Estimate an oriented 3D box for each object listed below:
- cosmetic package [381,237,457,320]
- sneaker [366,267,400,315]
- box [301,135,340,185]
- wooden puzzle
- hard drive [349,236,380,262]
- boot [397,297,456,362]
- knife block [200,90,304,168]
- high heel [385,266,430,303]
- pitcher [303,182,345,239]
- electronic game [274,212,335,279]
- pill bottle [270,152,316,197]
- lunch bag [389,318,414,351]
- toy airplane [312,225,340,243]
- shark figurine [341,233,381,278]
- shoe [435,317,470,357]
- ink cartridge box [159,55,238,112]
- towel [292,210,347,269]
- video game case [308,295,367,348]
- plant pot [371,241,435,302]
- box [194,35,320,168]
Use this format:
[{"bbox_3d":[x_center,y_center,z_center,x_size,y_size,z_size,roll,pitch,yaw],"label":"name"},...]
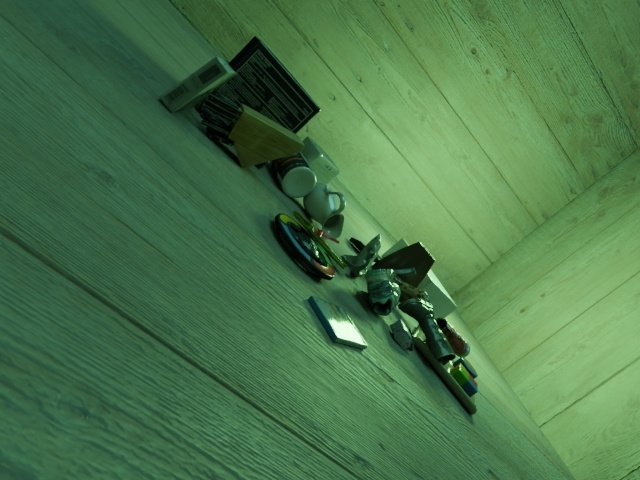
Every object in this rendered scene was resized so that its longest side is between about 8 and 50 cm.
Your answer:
[{"bbox_3d":[0.489,0.200,2.399,0.230,0.161,0.453,43,13,-26],"label":"cosmetic package"},{"bbox_3d":[0.197,0.191,1.537,0.283,0.109,0.122,55,35,-61],"label":"sneaker"},{"bbox_3d":[-0.049,-0.293,1.929,0.181,0.182,0.119,31,21,-56],"label":"box"},{"bbox_3d":[0.475,0.442,1.748,0.322,0.080,0.348,51,11,11],"label":"wooden puzzle"},{"bbox_3d":[0.194,0.043,2.078,0.135,0.022,0.094,44,-7,-28],"label":"hard drive"},{"bbox_3d":[0.361,0.307,1.603,0.189,0.076,0.209,14,50,-36],"label":"boot"},{"bbox_3d":[-0.208,-0.351,1.400,0.088,0.275,0.242,-114,-171,-56],"label":"knife block"},{"bbox_3d":[0.328,0.227,1.890,0.186,0.093,0.262,-5,56,-19],"label":"high heel"},{"bbox_3d":[0.023,-0.134,1.709,0.125,0.178,0.207,2,41,-30],"label":"pitcher"},{"bbox_3d":[-0.041,0.016,1.281,0.229,0.048,0.229,47,11,-11],"label":"electronic game"},{"bbox_3d":[-0.112,-0.272,1.753,0.130,0.130,0.246,39,14,-40],"label":"pill bottle"},{"bbox_3d":[0.264,0.301,1.488,0.083,0.053,0.071,54,10,-20],"label":"lunch bag"},{"bbox_3d":[-0.001,-0.018,1.571,0.151,0.028,0.151,31,6,-4],"label":"toy airplane"},{"bbox_3d":[0.124,0.076,1.670,0.116,0.166,0.278,26,25,13],"label":"shark figurine"},{"bbox_3d":[0.479,0.354,1.735,0.081,0.063,0.178,40,12,-23],"label":"shoe"},{"bbox_3d":[-0.329,-0.434,1.315,0.066,0.189,0.232,54,9,-21],"label":"ink cartridge box"},{"bbox_3d":[0.000,0.000,1.444,0.237,0.021,0.102,49,-2,-43],"label":"towel"},{"bbox_3d":[0.043,0.193,1.097,0.119,0.015,0.166,55,13,32],"label":"video game case"},{"bbox_3d":[0.382,0.119,2.078,0.215,0.230,0.215,47,11,-12],"label":"plant pot"},{"bbox_3d":[-0.210,-0.462,1.590,0.296,0.294,0.183,43,13,-29],"label":"box"}]
